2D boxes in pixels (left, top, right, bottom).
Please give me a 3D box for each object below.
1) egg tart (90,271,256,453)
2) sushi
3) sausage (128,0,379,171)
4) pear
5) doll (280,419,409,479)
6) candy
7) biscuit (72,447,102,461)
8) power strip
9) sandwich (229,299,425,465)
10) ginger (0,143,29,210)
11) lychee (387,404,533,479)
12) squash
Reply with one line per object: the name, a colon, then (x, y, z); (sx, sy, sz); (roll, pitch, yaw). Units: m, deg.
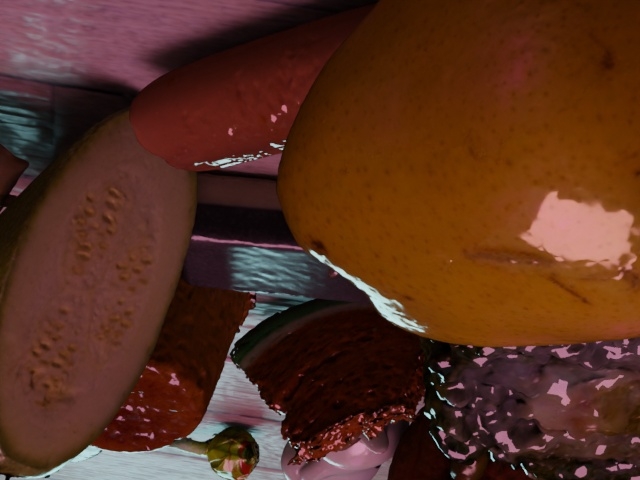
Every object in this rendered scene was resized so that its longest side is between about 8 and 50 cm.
egg tart: (-0.169, 0.084, 1.756); (0.215, 0.171, 0.215); (3, 140, 2)
sushi: (0.244, 0.063, 1.521); (0.352, 0.178, 0.294); (7, 142, -12)
sausage: (-0.013, -0.108, 1.400); (0.289, 0.086, 0.086); (-15, 147, 37)
pear: (0.144, -0.075, 1.214); (0.336, 0.285, 0.285); (-1, 154, 26)
doll: (0.025, 0.196, 2.021); (0.107, 0.110, 0.181); (20, 150, -6)
candy: (-0.157, 0.234, 2.238); (0.194, 0.062, 0.058); (5, -159, 26)
biscuit: (-0.335, 0.183, 2.142); (0.220, 0.066, 0.220); (7, 155, 3)
power strip: (0.000, 0.000, 1.654); (0.257, 0.070, 0.105); (4, 152, 3)
sandwich: (0.039, 0.120, 1.815); (0.235, 0.159, 0.079); (-26, 139, 18)
ginger: (-0.359, -0.044, 1.576); (0.267, 0.152, 0.138); (-16, 127, 3)
lychee: (0.177, 0.241, 1.915); (0.255, 0.255, 0.300); (-17, 154, 42)
squash: (-0.185, 0.044, 1.539); (0.260, 0.189, 0.189); (-40, 134, 21)
